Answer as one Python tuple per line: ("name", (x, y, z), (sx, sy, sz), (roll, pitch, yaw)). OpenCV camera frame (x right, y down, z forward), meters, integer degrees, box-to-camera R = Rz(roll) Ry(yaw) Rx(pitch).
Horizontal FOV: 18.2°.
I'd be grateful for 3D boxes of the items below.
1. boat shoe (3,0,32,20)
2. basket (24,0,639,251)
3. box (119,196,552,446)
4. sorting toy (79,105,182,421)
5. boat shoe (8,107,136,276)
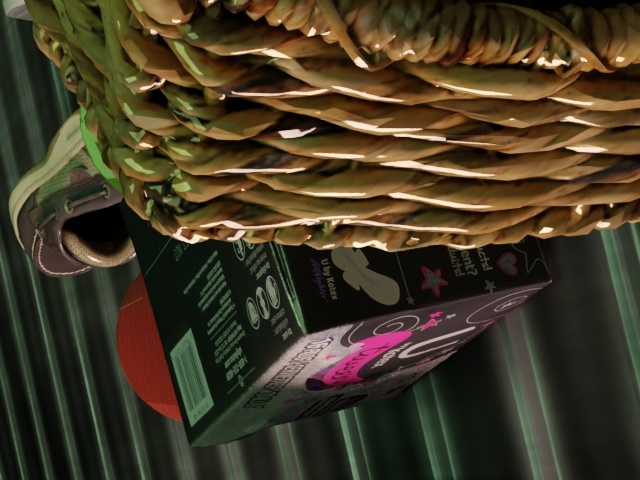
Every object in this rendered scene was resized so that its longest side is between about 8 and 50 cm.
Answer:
("boat shoe", (-0.183, -0.223, 1.548), (0.226, 0.083, 0.076), (-10, 79, 58))
("basket", (0.061, -0.143, 0.627), (0.223, 0.299, 0.213), (100, 150, -44))
("box", (0.000, 0.000, 1.081), (0.247, 0.142, 0.163), (131, 123, -66))
("sorting toy", (-0.085, -0.060, 1.373), (0.126, 0.127, 0.366), (7, -106, -81))
("boat shoe", (-0.181, -0.022, 1.593), (0.285, 0.102, 0.092), (133, 128, -58))
